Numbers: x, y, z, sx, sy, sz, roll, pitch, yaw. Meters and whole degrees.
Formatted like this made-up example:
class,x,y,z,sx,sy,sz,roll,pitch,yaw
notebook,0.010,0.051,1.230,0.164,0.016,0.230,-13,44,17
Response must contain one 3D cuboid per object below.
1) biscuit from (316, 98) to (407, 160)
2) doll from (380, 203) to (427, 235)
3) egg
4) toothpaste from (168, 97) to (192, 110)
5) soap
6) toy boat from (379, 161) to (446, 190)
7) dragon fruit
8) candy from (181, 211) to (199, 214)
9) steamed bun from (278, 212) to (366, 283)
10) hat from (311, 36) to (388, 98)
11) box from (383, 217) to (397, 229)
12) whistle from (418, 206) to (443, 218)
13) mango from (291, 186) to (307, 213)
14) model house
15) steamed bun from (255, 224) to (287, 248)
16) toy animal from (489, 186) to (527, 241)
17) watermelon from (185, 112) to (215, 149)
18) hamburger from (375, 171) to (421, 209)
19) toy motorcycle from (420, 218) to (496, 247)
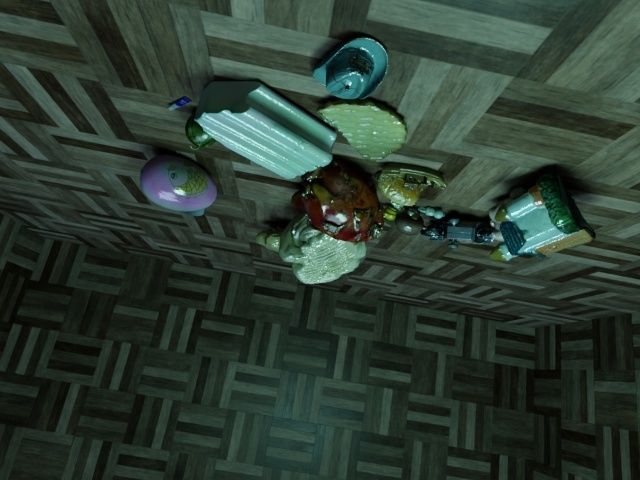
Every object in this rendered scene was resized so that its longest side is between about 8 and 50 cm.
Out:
class,x,y,z,sx,sy,sz,roll,pitch,yaw
biscuit,0.135,-0.300,1.130,0.187,0.036,0.273,-2,158,34
doll,0.306,-0.083,1.592,0.188,0.096,0.145,18,-158,-12
egg,-0.509,-0.203,1.537,0.196,0.196,0.271,-6,170,42
toothpaste,-0.397,-0.385,1.193,0.083,0.015,0.024,-8,163,33
soap,-0.152,-0.300,1.153,0.347,0.115,0.208,23,157,-36
toy boat,0.289,-0.192,1.325,0.206,0.072,0.064,10,163,0
dragon fruit,0.063,-0.120,1.386,0.315,0.250,0.250,17,161,-27
candy,-0.585,-0.160,1.900,0.138,0.071,0.174,15,162,-15
steamed bun,0.000,0.000,1.784,0.339,0.247,0.352,-31,135,22
hat,0.060,-0.355,0.928,0.138,0.077,0.191,20,160,-23
box,0.313,-0.072,1.726,0.126,0.031,0.091,26,171,-41
whistle,0.413,-0.106,1.583,0.100,0.035,0.035,18,166,22
mango,0.018,-0.148,1.553,0.268,0.111,0.133,-1,141,13
model house,0.632,-0.039,1.283,0.291,0.184,0.253,-35,148,31
steamed bun,-0.162,0.002,2.057,0.292,0.137,0.295,17,175,5
toy animal,0.617,-0.100,1.405,0.124,0.124,0.212,2,139,22
watermelon,-0.341,-0.315,1.227,0.109,0.109,0.109,9,163,3
hamburger,0.265,-0.161,1.394,0.176,0.102,0.087,18,149,-23
toy motorcycle,0.539,-0.030,1.613,0.307,0.108,0.173,5,-174,26
